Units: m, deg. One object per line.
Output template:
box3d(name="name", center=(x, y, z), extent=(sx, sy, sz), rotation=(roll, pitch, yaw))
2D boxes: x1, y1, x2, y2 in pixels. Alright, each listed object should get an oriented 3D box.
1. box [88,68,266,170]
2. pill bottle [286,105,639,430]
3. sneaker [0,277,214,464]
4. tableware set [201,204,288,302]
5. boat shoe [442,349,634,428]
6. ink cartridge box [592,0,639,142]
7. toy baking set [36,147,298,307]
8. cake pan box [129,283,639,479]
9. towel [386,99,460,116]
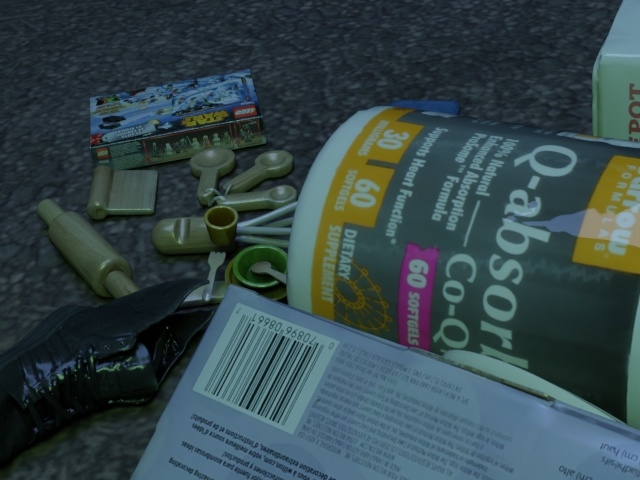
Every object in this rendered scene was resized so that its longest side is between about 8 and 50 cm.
box3d(name="box", center=(-0.116, -0.097, 1.057), extent=(0.137, 0.027, 0.094), rotation=(-10, 31, -3))
box3d(name="pill bottle", center=(0.136, 0.023, 0.696), extent=(0.278, 0.162, 0.162), rotation=(11, 37, 27))
box3d(name="sneaker", center=(-0.136, 0.077, 0.772), extent=(0.089, 0.051, 0.170), rotation=(2, 30, 23))
box3d(name="tableware set", center=(0.000, 0.000, 0.853), extent=(0.154, 0.024, 0.104), rotation=(3, 46, 4))
box3d(name="boat shoe", center=(0.148, 0.161, 0.526), extent=(0.340, 0.127, 0.113), rotation=(33, 83, 36))
box3d(name="ink cartridge box", center=(0.277, -0.056, 0.791), extent=(0.212, 0.154, 0.093), rotation=(5, 35, 20))
box3d(name="toy baking set", center=(-0.081, -0.013, 0.917), extent=(0.197, 0.030, 0.256), rotation=(-21, 35, -20))
box3d(name="cake pan box", center=(0.014, 0.164, 0.481), extent=(0.267, 0.070, 0.245), rotation=(17, 73, 34))
box3d(name="towel", center=(0.063, -0.064, 0.966), extent=(0.067, 0.029, 0.119), rotation=(5, 36, 19))
